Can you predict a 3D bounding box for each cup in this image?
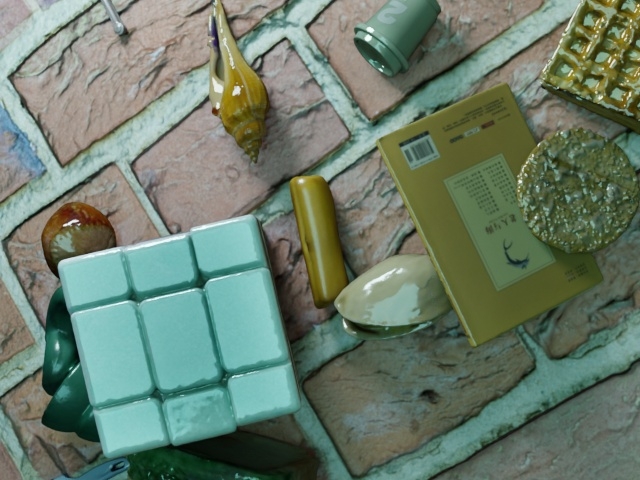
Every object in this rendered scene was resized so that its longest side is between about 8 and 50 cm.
[{"bbox_3d":[0.138,-0.366,1.463,0.120,0.120,0.141,43,88,6],"label":"cup"}]

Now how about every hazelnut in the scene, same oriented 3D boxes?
[{"bbox_3d":[-0.458,0.006,1.587,0.143,0.143,0.154,8,110,11],"label":"hazelnut"}]

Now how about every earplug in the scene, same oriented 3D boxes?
[{"bbox_3d":[-0.433,0.239,1.578,0.280,0.164,0.257,42,92,0],"label":"earplug"}]

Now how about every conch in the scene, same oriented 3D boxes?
[{"bbox_3d":[-0.147,-0.289,1.534,0.093,0.109,0.330,0,68,-26],"label":"conch"}]

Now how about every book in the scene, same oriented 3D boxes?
[{"bbox_3d":[0.288,-0.048,1.433,0.268,0.032,0.389,-24,87,-12],"label":"book"}]

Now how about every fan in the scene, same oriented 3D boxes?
[{"bbox_3d":[-0.434,-0.516,1.609,0.057,0.023,0.282,-29,87,2],"label":"fan"}]

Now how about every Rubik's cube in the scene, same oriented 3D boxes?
[{"bbox_3d":[-0.217,0.144,1.418,0.315,0.319,0.322,-15,91,-3],"label":"Rubik's cube"}]

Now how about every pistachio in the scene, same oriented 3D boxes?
[{"bbox_3d":[0.136,0.095,1.467,0.223,0.126,0.152,-16,45,6],"label":"pistachio"}]

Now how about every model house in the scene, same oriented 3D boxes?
[{"bbox_3d":[-0.183,0.494,1.494,0.312,0.245,0.280,10,91,20],"label":"model house"}]

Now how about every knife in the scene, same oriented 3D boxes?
[{"bbox_3d":[-0.505,0.485,1.673,0.313,0.019,0.045,-25,80,12],"label":"knife"}]

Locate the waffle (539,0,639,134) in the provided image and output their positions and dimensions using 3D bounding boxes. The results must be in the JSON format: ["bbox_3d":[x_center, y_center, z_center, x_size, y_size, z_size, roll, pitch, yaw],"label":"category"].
[{"bbox_3d":[0.544,-0.287,1.394,0.308,0.091,0.213,27,98,10],"label":"waffle"}]

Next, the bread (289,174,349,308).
[{"bbox_3d":[0.000,0.000,1.514,0.073,0.092,0.239,-12,92,-9],"label":"bread"}]

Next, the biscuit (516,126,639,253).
[{"bbox_3d":[0.434,-0.084,1.427,0.219,0.033,0.220,1,85,-6],"label":"biscuit"}]
